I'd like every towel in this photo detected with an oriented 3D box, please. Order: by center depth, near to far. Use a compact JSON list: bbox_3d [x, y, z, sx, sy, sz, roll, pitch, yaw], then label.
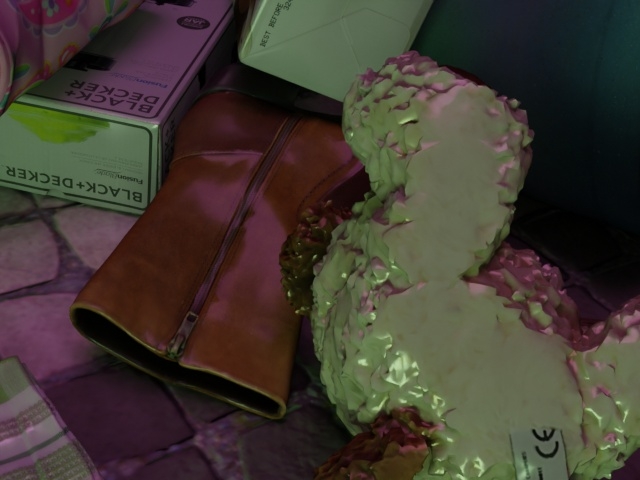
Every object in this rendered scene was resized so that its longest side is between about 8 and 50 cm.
[{"bbox_3d":[-0.184,0.126,0.527,0.113,0.023,0.152,-18,44,-33],"label":"towel"}]

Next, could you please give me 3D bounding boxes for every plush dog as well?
[{"bbox_3d":[0.068,0.065,0.525,0.262,0.225,0.210,42,80,4],"label":"plush dog"}]

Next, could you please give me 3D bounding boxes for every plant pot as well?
[{"bbox_3d":[0.201,-0.153,0.807,0.255,0.271,0.272,16,34,33],"label":"plant pot"}]

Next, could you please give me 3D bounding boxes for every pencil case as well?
[{"bbox_3d":[-0.214,-0.184,0.715,0.124,0.124,0.284,16,38,9],"label":"pencil case"}]

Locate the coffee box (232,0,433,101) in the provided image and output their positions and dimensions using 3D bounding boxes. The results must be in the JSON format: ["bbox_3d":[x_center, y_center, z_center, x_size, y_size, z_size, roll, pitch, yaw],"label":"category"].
[{"bbox_3d":[0.010,-0.246,0.796,0.119,0.168,0.297,19,25,-16],"label":"coffee box"}]

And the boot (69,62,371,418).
[{"bbox_3d":[0.000,0.000,0.683,0.264,0.096,0.280,24,43,-7],"label":"boot"}]

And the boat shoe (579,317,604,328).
[{"bbox_3d":[0.227,0.081,0.644,0.178,0.064,0.060,9,38,4],"label":"boat shoe"}]

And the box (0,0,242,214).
[{"bbox_3d":[-0.172,-0.145,0.841,0.169,0.087,0.290,13,37,5],"label":"box"}]
